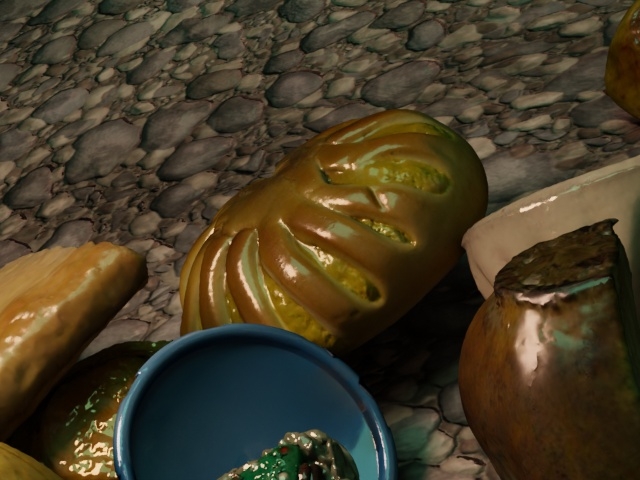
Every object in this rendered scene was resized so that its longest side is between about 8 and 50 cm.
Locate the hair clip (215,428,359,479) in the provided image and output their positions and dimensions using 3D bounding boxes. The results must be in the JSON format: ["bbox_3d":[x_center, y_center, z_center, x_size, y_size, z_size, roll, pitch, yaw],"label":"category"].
[{"bbox_3d":[-0.018,0.268,1.110,0.138,0.091,0.321,-26,54,15],"label":"hair clip"}]

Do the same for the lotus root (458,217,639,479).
[{"bbox_3d":[0.181,0.131,1.210,0.149,0.260,0.267,-17,29,9],"label":"lotus root"}]

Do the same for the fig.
[{"bbox_3d":[0.372,-0.186,1.769,0.144,0.154,0.166,-57,12,-26],"label":"fig"}]

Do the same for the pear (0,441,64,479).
[{"bbox_3d":[-0.301,0.293,1.179,0.348,0.348,0.348,-16,30,9],"label":"pear"}]

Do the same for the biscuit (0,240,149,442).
[{"bbox_3d":[-0.384,0.170,1.538,0.446,0.104,0.429,-48,18,-19],"label":"biscuit"}]

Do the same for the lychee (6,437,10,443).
[{"bbox_3d":[-0.254,0.170,1.589,0.101,0.114,0.140,-16,38,-43],"label":"lychee"}]

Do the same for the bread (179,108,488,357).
[{"bbox_3d":[0.000,0.000,1.570,0.333,0.160,0.333,-37,14,11],"label":"bread"}]

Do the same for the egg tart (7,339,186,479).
[{"bbox_3d":[-0.173,0.179,1.453,0.241,0.106,0.241,-7,56,10],"label":"egg tart"}]

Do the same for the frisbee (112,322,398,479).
[{"bbox_3d":[-0.054,0.181,1.386,0.242,0.045,0.242,8,56,-13],"label":"frisbee"}]

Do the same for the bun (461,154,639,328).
[{"bbox_3d":[0.266,0.034,1.426,0.263,0.175,0.263,-16,-12,-3],"label":"bun"}]
